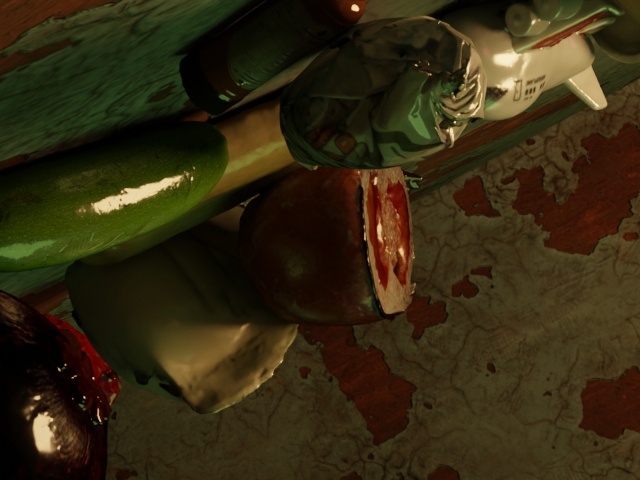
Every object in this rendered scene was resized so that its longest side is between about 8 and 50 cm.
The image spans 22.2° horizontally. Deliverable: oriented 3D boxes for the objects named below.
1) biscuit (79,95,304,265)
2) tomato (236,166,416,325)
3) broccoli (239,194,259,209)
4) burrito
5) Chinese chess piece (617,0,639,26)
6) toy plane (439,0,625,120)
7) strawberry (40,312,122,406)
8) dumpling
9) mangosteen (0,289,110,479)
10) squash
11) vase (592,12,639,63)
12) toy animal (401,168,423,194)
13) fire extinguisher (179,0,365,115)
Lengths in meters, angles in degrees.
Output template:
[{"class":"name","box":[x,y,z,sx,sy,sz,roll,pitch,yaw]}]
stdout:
[{"class":"biscuit","box":[-0.099,-0.064,1.534,0.291,0.062,0.237,-27,176,-17]},{"class":"tomato","box":[0.000,0.000,1.587,0.155,0.180,0.214,-10,173,14]},{"class":"broccoli","box":[-0.057,-0.038,2.021,0.095,0.097,0.092,-58,-166,-21]},{"class":"burrito","box":[0.039,-0.105,1.176,0.139,0.101,0.445,-32,-173,-2]},{"class":"Chinese chess piece","box":[0.394,-0.287,1.358,0.338,0.140,0.338,-26,174,-3]},{"class":"toy plane","box":[0.182,-0.172,1.555,0.252,0.118,0.252,-20,168,-4]},{"class":"strawberry","box":[-0.390,0.191,2.002,0.261,0.257,0.261,-52,-172,10]},{"class":"dumpling","box":[-0.131,0.060,1.678,0.227,0.243,0.175,-33,171,-21]},{"class":"mangosteen","box":[-0.357,0.195,1.441,0.347,0.307,0.307,-28,176,6]},{"class":"squash","box":[-0.172,-0.035,1.286,0.292,0.082,0.082,-23,174,-46]},{"class":"vase","box":[0.439,-0.280,1.673,0.360,0.165,0.165,-21,173,-28]},{"class":"toy animal","box":[0.071,-0.125,1.785,0.218,0.116,0.179,-37,-160,37]},{"class":"fire extinguisher","box":[-0.017,-0.145,1.106,0.177,0.050,0.062,-29,150,33]}]
